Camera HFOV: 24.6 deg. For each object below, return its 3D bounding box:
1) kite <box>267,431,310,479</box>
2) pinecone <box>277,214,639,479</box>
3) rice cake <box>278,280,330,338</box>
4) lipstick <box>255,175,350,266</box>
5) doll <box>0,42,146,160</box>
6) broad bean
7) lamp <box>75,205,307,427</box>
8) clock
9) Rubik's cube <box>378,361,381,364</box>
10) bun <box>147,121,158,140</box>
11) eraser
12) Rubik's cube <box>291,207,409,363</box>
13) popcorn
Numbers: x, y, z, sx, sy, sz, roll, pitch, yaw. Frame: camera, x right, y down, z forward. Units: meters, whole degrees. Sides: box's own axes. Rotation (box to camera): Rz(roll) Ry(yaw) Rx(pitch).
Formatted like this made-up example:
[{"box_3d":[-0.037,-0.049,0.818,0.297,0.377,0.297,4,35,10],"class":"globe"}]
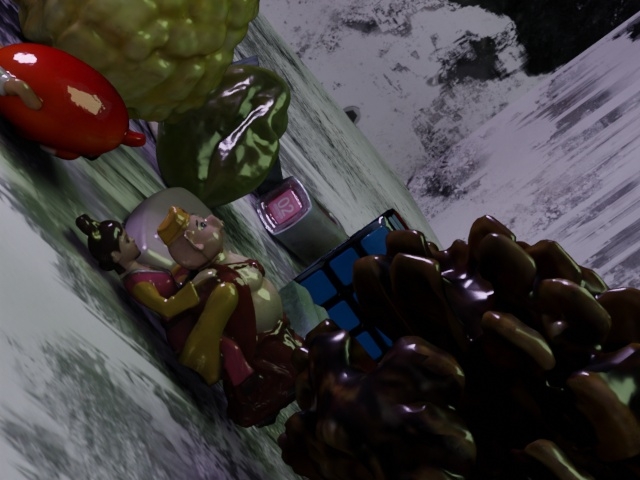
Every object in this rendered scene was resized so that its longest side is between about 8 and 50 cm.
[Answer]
[{"box_3d":[-0.028,0.209,1.427,0.078,0.002,0.044,53,8,-9],"class":"kite"},{"box_3d":[0.133,0.198,1.178,0.398,0.398,0.398,52,9,-11],"class":"pinecone"},{"box_3d":[-0.001,0.134,1.735,0.085,0.040,0.226,48,10,-31],"class":"rice cake"},{"box_3d":[0.000,0.000,2.146,0.253,0.077,0.079,44,13,-54],"class":"lipstick"},{"box_3d":[-0.256,-0.139,1.312,0.217,0.085,0.183,33,12,-16],"class":"doll"},{"box_3d":[-0.114,-0.130,1.734,0.153,0.072,0.207,32,50,9],"class":"broad bean"},{"box_3d":[-0.102,0.049,1.295,0.253,0.118,0.118,53,8,-15],"class":"lamp"},{"box_3d":[-0.090,-0.161,2.136,0.215,0.042,0.215,168,-90,-89],"class":"clock"},{"box_3d":[0.093,0.222,1.520,0.154,0.155,0.151,51,11,-16],"class":"Rubik's cube"},{"box_3d":[-0.143,-0.142,1.846,0.183,0.102,0.183,50,9,-10],"class":"bun"},{"box_3d":[-0.122,0.014,1.475,0.204,0.059,0.243,49,14,-32],"class":"eraser"},{"box_3d":[0.076,0.067,2.007,0.162,0.160,0.163,55,9,0],"class":"Rubik's cube"},{"box_3d":[-0.193,-0.265,1.551,0.237,0.293,0.293,22,23,-26],"class":"popcorn"}]
